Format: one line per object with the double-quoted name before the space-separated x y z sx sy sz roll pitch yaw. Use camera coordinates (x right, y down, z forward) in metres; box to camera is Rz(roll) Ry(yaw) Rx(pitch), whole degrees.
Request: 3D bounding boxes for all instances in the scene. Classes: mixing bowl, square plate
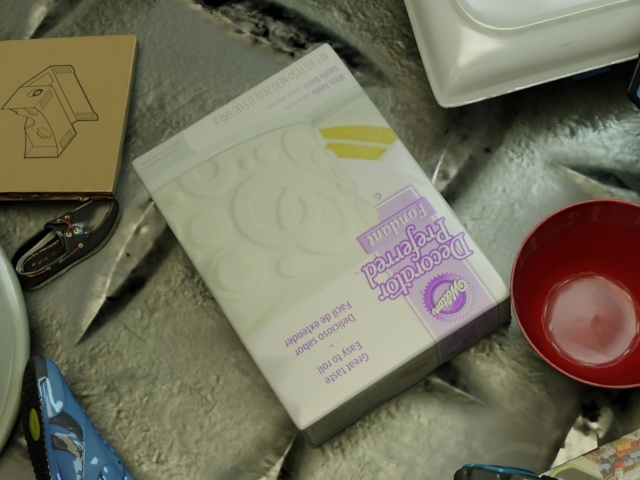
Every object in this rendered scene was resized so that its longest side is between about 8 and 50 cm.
"mixing bowl" 0.263 0.063 1.192 0.181 0.098 0.181 0 69 1
"square plate" 0.235 -0.332 1.288 0.344 0.049 0.347 -15 72 -5

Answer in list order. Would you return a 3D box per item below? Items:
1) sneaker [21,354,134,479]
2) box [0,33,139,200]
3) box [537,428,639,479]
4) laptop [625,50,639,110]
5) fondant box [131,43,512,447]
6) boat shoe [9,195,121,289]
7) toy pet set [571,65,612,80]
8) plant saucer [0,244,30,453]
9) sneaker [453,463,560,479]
"sneaker" -0.232 0.208 1.225 0.082 0.069 0.209 -9 72 -29
"box" -0.288 -0.133 1.372 0.164 0.021 0.201 -1 62 8
"box" 0.224 0.267 1.158 0.207 0.036 0.114 -25 69 -2
"laptop" 0.435 -0.163 1.166 0.264 0.136 0.234 19 73 13
"fondant box" 0.000 0.000 1.258 0.238 0.096 0.330 -32 70 -5
"boat shoe" -0.264 -0.002 1.323 0.133 0.042 0.049 -39 67 -9
"toy pet set" 0.295 -0.218 1.333 0.122 0.065 0.114 22 42 6
"plant saucer" -0.491 0.107 1.234 0.400 0.100 0.400 0 81 2
"sneaker" 0.264 0.282 1.049 0.341 0.125 0.139 7 83 32
